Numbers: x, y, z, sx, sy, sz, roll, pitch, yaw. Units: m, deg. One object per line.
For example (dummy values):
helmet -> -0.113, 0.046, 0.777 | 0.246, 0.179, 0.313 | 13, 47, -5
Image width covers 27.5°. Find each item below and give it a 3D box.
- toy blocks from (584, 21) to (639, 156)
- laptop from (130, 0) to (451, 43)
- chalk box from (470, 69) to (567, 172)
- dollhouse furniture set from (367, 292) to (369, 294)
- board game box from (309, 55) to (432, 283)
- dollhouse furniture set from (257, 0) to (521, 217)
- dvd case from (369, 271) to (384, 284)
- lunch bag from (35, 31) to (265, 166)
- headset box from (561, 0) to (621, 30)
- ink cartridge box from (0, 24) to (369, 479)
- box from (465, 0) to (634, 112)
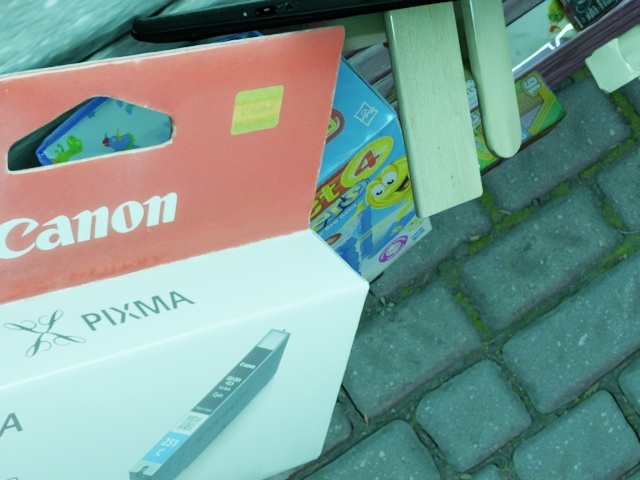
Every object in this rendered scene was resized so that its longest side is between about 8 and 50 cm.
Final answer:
toy blocks -> 0.433, -0.242, 1.313 | 0.260, 0.309, 0.288 | -28, -179, 42
laptop -> 0.146, -0.268, 0.726 | 0.408, 0.236, 0.382 | -3, -167, 30
chalk box -> 0.230, -0.168, 1.924 | 0.213, 0.132, 0.132 | -34, 176, -6
dollhouse furniture set -> 0.000, 0.000, 1.683 | 0.129, 0.184, 0.129 | -35, 177, 5
board game box -> -0.050, 0.010, 1.212 | 0.308, 0.086, 0.302 | -41, 160, -3
dollhouse furniture set -> 0.049, -0.092, 0.860 | 0.144, 0.123, 0.151 | -20, -166, -41
dvd case -> -0.076, 0.038, 1.553 | 0.253, 0.180, 0.022 | -35, -169, 17
lunch bag -> -0.087, -0.063, 0.825 | 0.151, 0.096, 0.129 | -43, 177, -6
headset box -> 0.329, -0.301, 1.597 | 0.032, 0.062, 0.083 | -31, 175, -30
ink cartridge box -> -0.108, 0.040, 0.646 | 0.296, 0.066, 0.261 | -15, 133, -35
box -> 0.274, -0.258, 1.674 | 0.324, 0.063, 0.067 | -34, 175, 6
